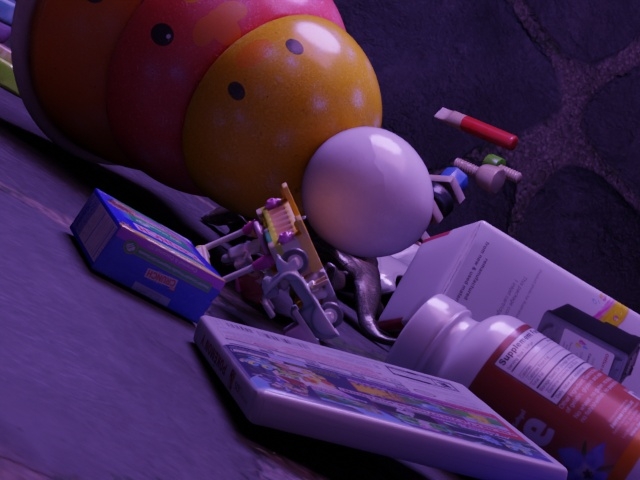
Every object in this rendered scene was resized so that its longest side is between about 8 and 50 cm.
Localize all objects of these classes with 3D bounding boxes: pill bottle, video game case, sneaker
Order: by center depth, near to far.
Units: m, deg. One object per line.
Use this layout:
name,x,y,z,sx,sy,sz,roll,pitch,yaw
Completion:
video game case,0.031,0.102,0.902,0.201,0.023,0.183,17,6,-18
pill bottle,0.157,0.135,1.097,0.216,0.121,0.121,32,4,20
sneaker,0.099,0.066,1.812,0.121,0.099,0.262,42,16,29

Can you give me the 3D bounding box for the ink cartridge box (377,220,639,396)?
ink cartridge box,0.242,0.115,1.589,0.306,0.131,0.226,30,-12,-9

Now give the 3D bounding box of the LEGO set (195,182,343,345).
LEGO set,-0.051,0.033,1.206,0.287,0.107,0.132,147,-81,-90

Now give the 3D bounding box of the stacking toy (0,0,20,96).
stacking toy,-0.433,-0.298,1.900,0.280,0.130,0.309,32,4,6

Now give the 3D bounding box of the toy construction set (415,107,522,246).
toy construction set,0.125,-0.057,2.107,0.237,0.308,0.257,28,-6,33

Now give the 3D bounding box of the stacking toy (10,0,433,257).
stacking toy,-0.051,-0.140,1.403,0.480,0.350,0.351,39,8,38

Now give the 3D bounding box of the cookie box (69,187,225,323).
cookie box,-0.128,0.010,1.046,0.092,0.040,0.107,30,5,-25

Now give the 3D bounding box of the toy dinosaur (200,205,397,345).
toy dinosaur,0.000,0.000,1.588,0.314,0.121,0.160,30,10,21
